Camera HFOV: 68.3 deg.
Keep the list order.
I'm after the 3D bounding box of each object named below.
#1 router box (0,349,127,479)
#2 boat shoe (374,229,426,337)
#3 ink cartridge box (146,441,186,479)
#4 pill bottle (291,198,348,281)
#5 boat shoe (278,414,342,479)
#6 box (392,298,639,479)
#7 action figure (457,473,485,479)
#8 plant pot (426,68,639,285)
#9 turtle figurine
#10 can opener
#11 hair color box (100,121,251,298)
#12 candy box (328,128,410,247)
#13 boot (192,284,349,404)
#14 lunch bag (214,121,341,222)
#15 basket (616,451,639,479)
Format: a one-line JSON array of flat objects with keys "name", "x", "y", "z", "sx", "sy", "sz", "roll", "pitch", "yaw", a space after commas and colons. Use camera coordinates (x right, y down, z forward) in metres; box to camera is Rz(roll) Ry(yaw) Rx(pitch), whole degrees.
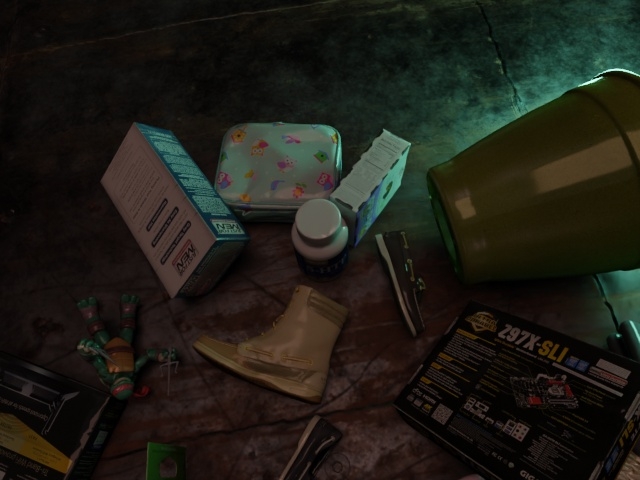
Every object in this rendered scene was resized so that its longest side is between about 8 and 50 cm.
[{"name": "router box", "x": -0.554, "y": 0.354, "z": 0.858, "sx": 0.308, "sy": 0.081, "sz": 0.243, "roll": 17, "pitch": 67, "yaw": 11}, {"name": "boat shoe", "x": 0.172, "y": 0.078, "z": 0.944, "sx": 0.068, "sy": 0.081, "sz": 0.228, "roll": -16, "pitch": 62, "yaw": 0}, {"name": "ink cartridge box", "x": -0.194, "y": 0.447, "z": 0.732, "sx": 0.096, "sy": 0.189, "sz": 0.255, "roll": -9, "pitch": 64, "yaw": 0}, {"name": "pill bottle", "x": 0.000, "y": 0.000, "z": 0.934, "sx": 0.111, "sy": 0.187, "sz": 0.112, "roll": -2, "pitch": 64, "yaw": 3}, {"name": "boat shoe", "x": -0.029, "y": 0.406, "z": 0.805, "sx": 0.064, "sy": 0.075, "sz": 0.206, "roll": 23, "pitch": 63, "yaw": 17}, {"name": "box", "x": 0.313, "y": 0.257, "z": 0.762, "sx": 0.257, "sy": 0.079, "sz": 0.322, "roll": -46, "pitch": 35, "yaw": -19}, {"name": "action figure", "x": 0.089, "y": 0.480, "z": 0.701, "sx": 0.370, "sy": 0.248, "sz": 0.276, "roll": -19, "pitch": 24, "yaw": 22}, {"name": "plant pot", "x": 0.399, "y": -0.077, "z": 0.882, "sx": 0.352, "sy": 0.366, "sz": 0.367, "roll": -17, "pitch": 64, "yaw": 8}, {"name": "turtle figurine", "x": -0.378, "y": 0.209, "z": 0.887, "sx": 0.118, "sy": 0.175, "sz": 0.234, "roll": -48, "pitch": 53, "yaw": 21}, {"name": "can opener", "x": 0.518, "y": 0.235, "z": 0.776, "sx": 0.095, "sy": 0.076, "sz": 0.283, "roll": 23, "pitch": 34, "yaw": 1}, {"name": "hair color box", "x": -0.312, "y": -0.067, "z": 0.991, "sx": 0.174, "sy": 0.105, "sz": 0.347, "roll": -49, "pitch": 65, "yaw": 23}, {"name": "candy box", "x": 0.100, "y": -0.106, "z": 0.990, "sx": 0.070, "sy": 0.165, "sz": 0.196, "roll": 32, "pitch": 70, "yaw": 15}, {"name": "boot", "x": -0.091, "y": 0.175, "z": 0.907, "sx": 0.261, "sy": 0.095, "sz": 0.204, "roll": 18, "pitch": 67, "yaw": 10}, {"name": "lunch bag", "x": -0.094, "y": -0.144, "z": 1.052, "sx": 0.279, "sy": 0.108, "sz": 0.224, "roll": 2, "pitch": 70, "yaw": 7}, {"name": "basket", "x": 0.445, "y": 0.348, "z": 0.784, "sx": 0.167, "sy": 0.113, "sz": 0.103, "roll": 35, "pitch": 75, "yaw": 18}]
